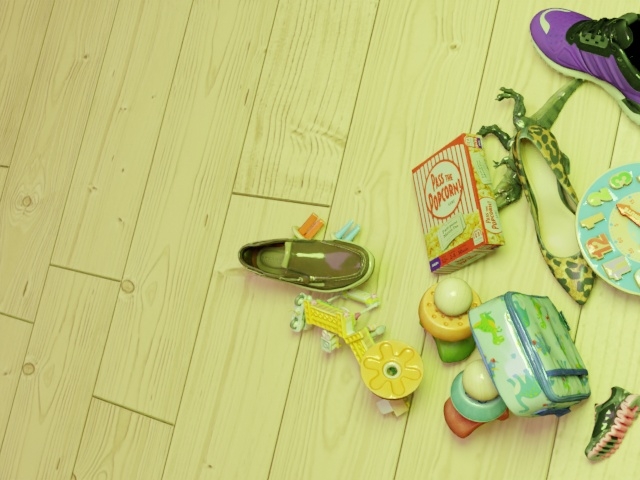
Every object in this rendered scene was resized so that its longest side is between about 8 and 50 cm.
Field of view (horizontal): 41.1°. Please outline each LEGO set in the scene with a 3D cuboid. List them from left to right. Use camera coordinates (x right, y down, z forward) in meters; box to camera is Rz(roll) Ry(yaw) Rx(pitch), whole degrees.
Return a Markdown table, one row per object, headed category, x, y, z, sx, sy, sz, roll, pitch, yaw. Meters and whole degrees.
| category | x | y | z | sx | sy | sz | roll | pitch | yaw |
| --- | --- | --- | --- | --- | --- | --- | --- | --- | --- |
| LEGO set | 0.075 | 0.168 | 1.482 | 0.287 | 0.107 | 0.132 | 38 | 135 | 29 |

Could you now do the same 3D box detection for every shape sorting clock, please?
| category | x | y | z | sx | sy | sz | roll | pitch | yaw |
| --- | --- | --- | --- | --- | --- | --- | --- | --- | --- |
| shape sorting clock | 0.475 | -0.019 | 1.238 | 0.206 | 0.040 | 0.206 | -2 | 76 | 9 |

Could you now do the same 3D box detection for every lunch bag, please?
| category | x | y | z | sx | sy | sz | roll | pitch | yaw |
| --- | --- | --- | --- | --- | --- | --- | --- | --- | --- |
| lunch bag | 0.308 | 0.167 | 1.232 | 0.090 | 0.219 | 0.176 | -29 | 67 | 25 |

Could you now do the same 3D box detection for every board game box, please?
| category | x | y | z | sx | sy | sz | roll | pitch | yaw |
| --- | --- | --- | --- | --- | --- | --- | --- | --- | --- |
| board game box | 0.225 | -0.059 | 1.414 | 0.147 | 0.045 | 0.194 | -37 | 56 | 53 |

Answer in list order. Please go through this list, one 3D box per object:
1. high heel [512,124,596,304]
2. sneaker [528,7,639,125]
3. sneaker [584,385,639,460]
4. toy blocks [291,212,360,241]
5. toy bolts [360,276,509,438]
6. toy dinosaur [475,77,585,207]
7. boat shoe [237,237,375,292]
| category | x | y | z | sx | sy | sz | roll | pitch | yaw |
| --- | --- | --- | --- | --- | --- | --- | --- | --- | --- |
| high heel | 0.345 | -0.039 | 1.279 | 0.093 | 0.186 | 0.261 | -16 | 70 | 29 |
| sneaker | 0.443 | -0.298 | 1.290 | 0.102 | 0.146 | 0.293 | -40 | 60 | -12 |
| sneaker | 0.418 | 0.265 | 1.248 | 0.119 | 0.047 | 0.057 | -57 | 41 | 4 |
| toy blocks | 0.000 | 0.000 | 1.577 | 0.148 | 0.054 | 0.123 | -47 | 58 | 15 |
| toy bolts | 0.184 | 0.185 | 1.301 | 0.218 | 0.158 | 0.228 | -26 | 60 | -12 |
| toy dinosaur | 0.328 | -0.183 | 1.404 | 0.118 | 0.064 | 0.268 | 32 | 95 | 17 |
| boat shoe | -0.034 | 0.040 | 1.497 | 0.257 | 0.095 | 0.095 | -1 | 78 | 32 |
